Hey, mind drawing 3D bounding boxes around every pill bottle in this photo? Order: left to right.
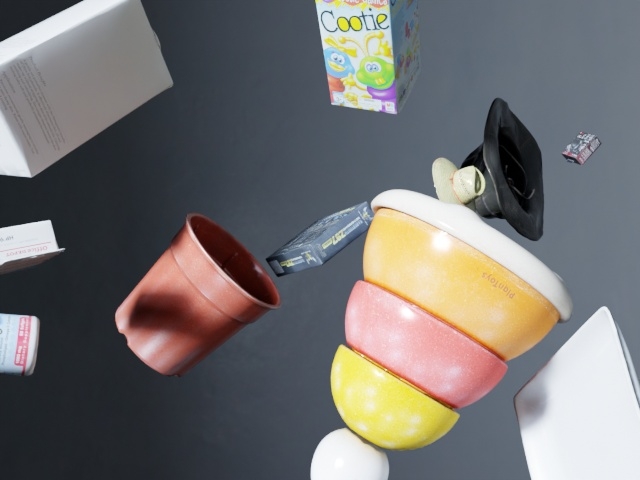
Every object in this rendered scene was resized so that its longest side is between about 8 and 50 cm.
[{"bbox_3d":[-0.485,0.144,1.111,0.087,0.160,0.087,-173,90,-68],"label":"pill bottle"}]

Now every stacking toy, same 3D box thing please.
[{"bbox_3d":[0.124,0.193,1.209,0.480,0.350,0.350,-57,0,-5],"label":"stacking toy"}]

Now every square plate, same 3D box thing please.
[{"bbox_3d":[0.396,0.323,1.129,0.347,0.049,0.344,108,159,-56],"label":"square plate"}]

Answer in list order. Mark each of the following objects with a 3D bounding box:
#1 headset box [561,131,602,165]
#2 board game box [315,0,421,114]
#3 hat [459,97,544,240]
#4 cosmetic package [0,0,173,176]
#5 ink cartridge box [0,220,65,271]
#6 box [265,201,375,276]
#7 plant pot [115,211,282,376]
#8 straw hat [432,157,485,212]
[{"bbox_3d":[0.646,-0.226,1.957,0.032,0.083,0.062,41,180,-27],"label":"headset box"},{"bbox_3d":[0.091,-0.391,1.439,0.275,0.142,0.144,79,-149,-46],"label":"board game box"},{"bbox_3d":[0.395,-0.145,1.779,0.331,0.134,0.331,25,-124,-45],"label":"hat"},{"bbox_3d":[-0.462,-0.287,1.417,0.365,0.155,0.197,-45,-50,-40],"label":"cosmetic package"},{"bbox_3d":[-0.508,0.013,1.313,0.180,0.104,0.060,-18,87,52],"label":"ink cartridge box"},{"bbox_3d":[0.000,0.000,1.795,0.059,0.183,0.232,57,150,-9],"label":"box"},{"bbox_3d":[-0.270,0.128,1.658,0.272,0.265,0.272,45,-171,-9],"label":"plant pot"},{"bbox_3d":[0.277,-0.105,1.489,0.061,0.144,0.144,-29,53,37],"label":"straw hat"}]
